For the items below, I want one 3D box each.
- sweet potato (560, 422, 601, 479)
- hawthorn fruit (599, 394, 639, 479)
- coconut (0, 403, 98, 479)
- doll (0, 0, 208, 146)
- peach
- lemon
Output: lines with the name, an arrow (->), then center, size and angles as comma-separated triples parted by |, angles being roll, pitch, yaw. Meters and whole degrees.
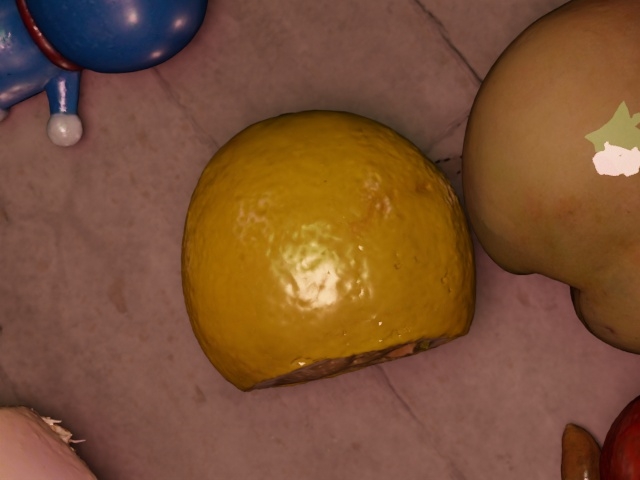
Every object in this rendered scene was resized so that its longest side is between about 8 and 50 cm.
sweet potato -> 0.225, 0.241, 1.202 | 0.054, 0.053, 0.182 | -29, 74, 45
hawthorn fruit -> 0.356, 0.171, 1.099 | 0.266, 0.230, 0.210 | -32, 49, 0
coconut -> -0.267, 0.259, 1.208 | 0.234, 0.224, 0.224 | 35, 91, 13
doll -> -0.216, -0.202, 1.285 | 0.257, 0.161, 0.215 | -21, 94, 23
peach -> 0.261, -0.063, 1.126 | 0.292, 0.247, 0.292 | -1, 88, 18
lemon -> 0.000, 0.000, 1.170 | 0.240, 0.240, 0.219 | -16, 79, 8
